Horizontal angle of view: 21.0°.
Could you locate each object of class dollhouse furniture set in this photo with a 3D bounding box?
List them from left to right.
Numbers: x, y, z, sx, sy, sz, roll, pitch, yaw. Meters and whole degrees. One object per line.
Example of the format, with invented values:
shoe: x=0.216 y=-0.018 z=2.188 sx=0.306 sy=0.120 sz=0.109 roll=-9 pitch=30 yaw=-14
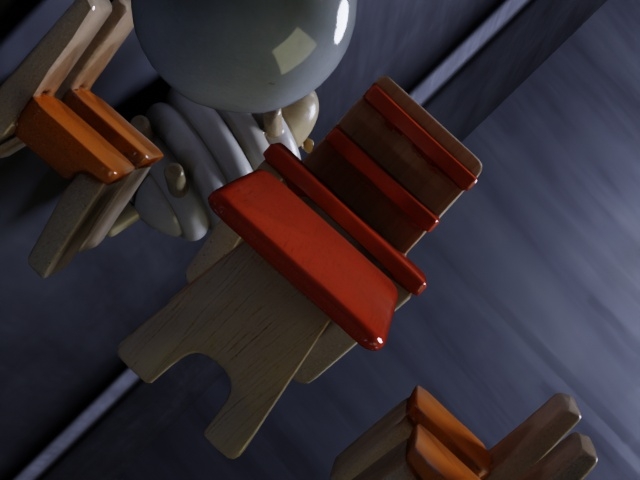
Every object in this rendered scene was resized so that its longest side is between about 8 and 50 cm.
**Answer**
dollhouse furniture set: x=0.000 y=0.000 z=0.734 sx=0.135 sy=0.262 sz=0.259 roll=-47 pitch=-179 yaw=7

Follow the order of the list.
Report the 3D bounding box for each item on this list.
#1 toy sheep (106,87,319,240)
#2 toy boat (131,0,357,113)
toy sheep: x=-0.058 y=-0.043 z=0.894 sx=0.132 sy=0.091 sz=0.091 roll=-29 pitch=171 yaw=-10
toy boat: x=0.029 y=-0.109 z=0.396 sx=0.318 sy=0.267 sz=0.148 roll=-178 pitch=-82 yaw=-70
